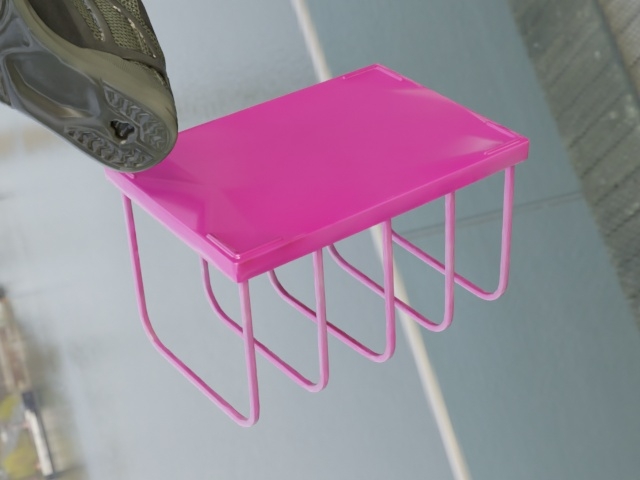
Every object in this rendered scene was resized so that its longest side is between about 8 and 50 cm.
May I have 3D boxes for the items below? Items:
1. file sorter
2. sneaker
[{"bbox_3d":[0.000,0.000,1.036,0.202,0.290,0.182,35,138,44],"label":"file sorter"},{"bbox_3d":[-0.191,-0.148,0.801,0.087,0.227,0.130,-44,30,23],"label":"sneaker"}]
